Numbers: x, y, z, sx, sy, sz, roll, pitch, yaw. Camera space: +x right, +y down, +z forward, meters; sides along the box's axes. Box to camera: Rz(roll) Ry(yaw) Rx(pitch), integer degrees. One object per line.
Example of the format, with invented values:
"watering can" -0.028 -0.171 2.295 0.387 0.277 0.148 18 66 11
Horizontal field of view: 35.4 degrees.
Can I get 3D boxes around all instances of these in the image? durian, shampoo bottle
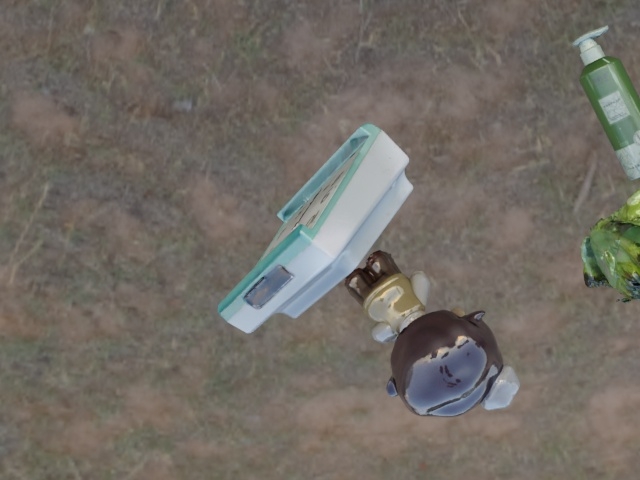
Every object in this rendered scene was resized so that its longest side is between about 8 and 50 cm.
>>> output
"durian" 0.338 0.014 1.023 0.107 0.132 0.375 -22 174 1
"shampoo bottle" 0.397 -0.184 1.338 0.065 0.204 0.065 -26 178 -1

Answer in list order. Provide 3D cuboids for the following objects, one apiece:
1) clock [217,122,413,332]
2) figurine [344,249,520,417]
"clock" 0.000 0.000 1.350 0.116 0.231 0.262 37 141 -7
"figurine" 0.192 0.190 1.938 0.218 0.365 0.206 -30 132 -12
